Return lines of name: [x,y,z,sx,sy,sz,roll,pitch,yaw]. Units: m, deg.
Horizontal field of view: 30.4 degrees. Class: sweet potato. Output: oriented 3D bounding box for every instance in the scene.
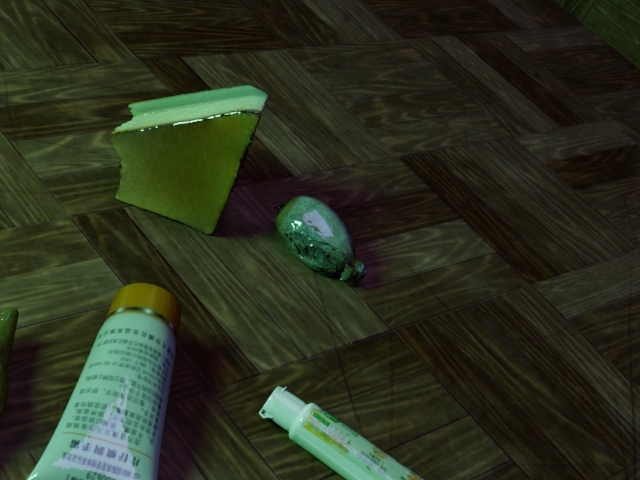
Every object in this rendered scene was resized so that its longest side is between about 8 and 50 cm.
sweet potato: [-0.367,0.169,1.249,0.067,0.067,0.274,19,36,-10]

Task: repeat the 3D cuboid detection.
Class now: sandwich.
sandwich: [-0.189,-0.141,1.636,0.186,0.220,0.108,22,36,-6]

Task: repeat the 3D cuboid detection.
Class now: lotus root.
lotus root: [0.000,-0.001,1.700,0.165,0.088,0.088,45,37,10]

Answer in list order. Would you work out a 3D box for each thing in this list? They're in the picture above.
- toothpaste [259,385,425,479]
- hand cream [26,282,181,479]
toothpaste: [0.069,0.276,1.400,0.314,0.058,0.056,35,-9,7]
hand cream: [-0.217,0.182,1.309,0.139,0.089,0.314,20,39,-7]
